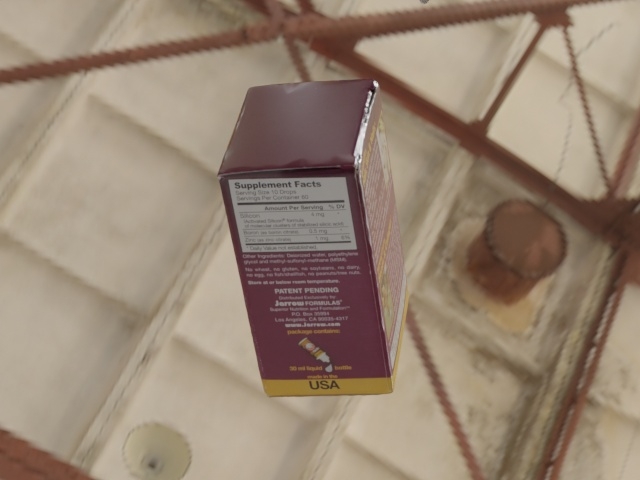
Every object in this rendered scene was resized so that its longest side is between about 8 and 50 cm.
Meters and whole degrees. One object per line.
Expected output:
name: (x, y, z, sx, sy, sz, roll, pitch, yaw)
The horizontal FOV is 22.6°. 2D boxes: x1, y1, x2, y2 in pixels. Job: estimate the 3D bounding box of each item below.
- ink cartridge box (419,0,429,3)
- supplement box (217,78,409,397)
ink cartridge box: (0.082, -0.248, 0.726, 0.255, 0.097, 0.189, -34, -69, -20)
supplement box: (0.000, 0.000, 0.492, 0.043, 0.083, 0.055, -2, -147, 12)
